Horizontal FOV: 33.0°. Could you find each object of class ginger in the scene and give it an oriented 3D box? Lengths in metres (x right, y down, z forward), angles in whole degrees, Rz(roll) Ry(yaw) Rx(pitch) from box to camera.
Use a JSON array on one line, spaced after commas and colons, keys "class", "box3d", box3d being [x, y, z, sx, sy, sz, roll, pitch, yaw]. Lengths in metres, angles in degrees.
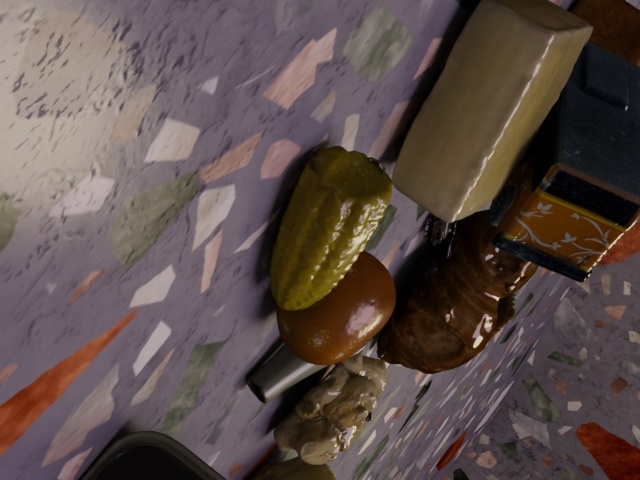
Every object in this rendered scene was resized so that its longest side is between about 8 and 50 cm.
[{"class": "ginger", "box3d": [0.223, 0.083, 1.814, 0.357, 0.152, 0.274, -54, -168, 9]}]

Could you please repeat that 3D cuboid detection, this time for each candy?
[{"class": "candy", "box3d": [0.000, 0.000, 1.176, 0.106, 0.094, 0.199, -16, 141, -46]}]

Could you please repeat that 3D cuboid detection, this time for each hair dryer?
[{"class": "hair dryer", "box3d": [-0.024, 0.162, 1.472, 0.219, 0.088, 0.225, -29, 164, -41]}]

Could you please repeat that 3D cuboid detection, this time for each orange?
[{"class": "orange", "box3d": [0.016, 0.076, 1.307, 0.156, 0.124, 0.156, -40, 173, -6]}]

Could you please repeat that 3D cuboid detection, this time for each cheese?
[{"class": "cheese", "box3d": [0.219, -0.176, 1.380, 0.242, 0.124, 0.266, -19, 140, -59]}]

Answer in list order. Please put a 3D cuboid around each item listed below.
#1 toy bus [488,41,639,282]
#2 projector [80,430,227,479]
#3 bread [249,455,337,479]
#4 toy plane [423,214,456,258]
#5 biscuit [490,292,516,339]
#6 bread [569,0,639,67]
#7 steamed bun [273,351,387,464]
[{"class": "toy bus", "box3d": [0.358, -0.127, 1.547, 0.194, 0.161, 0.323, 121, -13, -48]}, {"class": "projector", "box3d": [-0.161, 0.383, 1.185, 0.248, 0.248, 0.249, -51, 161, -15]}, {"class": "bread", "box3d": [-0.050, 0.411, 1.704, 0.174, 0.133, 0.251, -21, -176, -12]}, {"class": "toy plane", "box3d": [0.194, -0.034, 1.688, 0.031, 0.049, 0.121, -23, 126, -60]}, {"class": "biscuit", "box3d": [0.295, 0.109, 1.872, 0.144, 0.016, 0.203, -50, -167, 32]}, {"class": "bread", "box3d": [0.448, -0.292, 1.713, 0.143, 0.158, 0.149, -58, 161, -8]}, {"class": "steamed bun", "box3d": [0.031, 0.252, 1.636, 0.177, 0.106, 0.192, -51, 173, 31]}]
